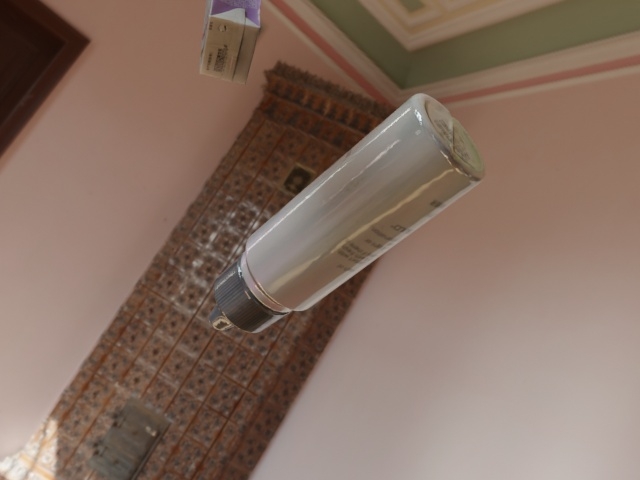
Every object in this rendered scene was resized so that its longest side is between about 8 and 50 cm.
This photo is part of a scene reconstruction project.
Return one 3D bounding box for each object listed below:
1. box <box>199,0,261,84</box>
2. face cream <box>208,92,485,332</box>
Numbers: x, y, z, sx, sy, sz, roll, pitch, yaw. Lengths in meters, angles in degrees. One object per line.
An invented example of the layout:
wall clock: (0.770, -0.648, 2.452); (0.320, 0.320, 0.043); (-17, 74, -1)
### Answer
box: (-0.063, -0.169, 0.476); (0.036, 0.117, 0.050); (8, -39, -14)
face cream: (0.000, 0.000, 0.599); (0.092, 0.311, 0.092); (36, 31, -26)
